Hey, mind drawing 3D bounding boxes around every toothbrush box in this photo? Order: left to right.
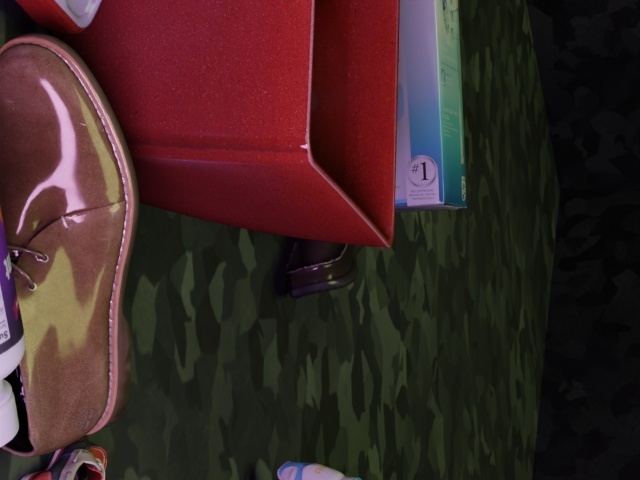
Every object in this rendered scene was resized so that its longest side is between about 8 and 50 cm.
[{"bbox_3d":[0.038,-0.176,1.960,0.126,0.216,0.295,8,81,-74],"label":"toothbrush box"}]

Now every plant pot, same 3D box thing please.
[{"bbox_3d":[-0.080,-0.150,1.493,0.267,0.236,0.267,45,46,-68],"label":"plant pot"}]

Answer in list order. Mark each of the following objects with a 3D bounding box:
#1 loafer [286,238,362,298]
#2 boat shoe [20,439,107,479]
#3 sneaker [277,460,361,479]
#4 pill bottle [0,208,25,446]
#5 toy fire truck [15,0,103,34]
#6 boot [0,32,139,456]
[{"bbox_3d":[0.000,0.000,2.078,0.220,0.080,0.078,-68,141,-67],"label":"loafer"},{"bbox_3d":[-0.190,0.185,1.401,0.137,0.043,0.049,-27,112,-74],"label":"boat shoe"},{"bbox_3d":[-0.033,0.342,1.876,0.087,0.092,0.228,43,66,-71],"label":"sneaker"},{"bbox_3d":[-0.242,0.035,1.116,0.108,0.108,0.193,-54,139,-66],"label":"pill bottle"},{"bbox_3d":[-0.194,-0.314,1.293,0.253,0.169,0.302,-69,158,-13],"label":"toy fire truck"},{"bbox_3d":[-0.202,0.007,1.292,0.115,0.112,0.305,-28,117,-61],"label":"boot"}]
